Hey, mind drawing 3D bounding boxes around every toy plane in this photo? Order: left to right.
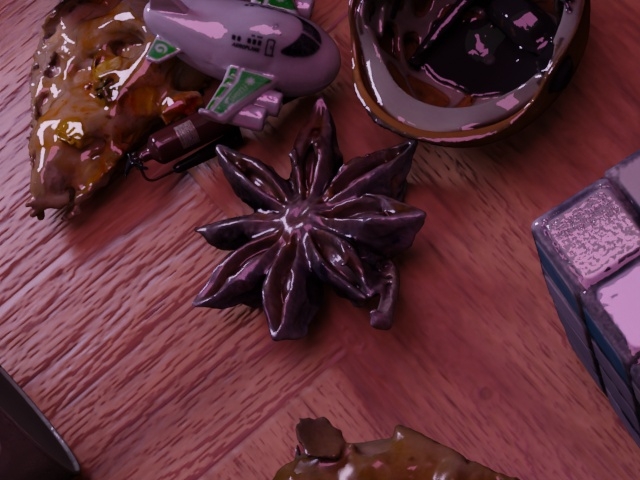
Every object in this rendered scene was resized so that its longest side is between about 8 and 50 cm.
[{"bbox_3d":[-0.066,-0.171,1.534,0.174,0.080,0.174,3,64,-6],"label":"toy plane"}]

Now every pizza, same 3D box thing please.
[{"bbox_3d":[-0.184,-0.151,1.613,0.189,0.071,0.297,36,81,26],"label":"pizza"}]

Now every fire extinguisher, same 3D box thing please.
[{"bbox_3d":[-0.095,-0.095,1.568,0.173,0.049,0.035,-27,67,-11],"label":"fire extinguisher"}]

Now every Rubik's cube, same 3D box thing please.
[{"bbox_3d":[0.328,0.060,1.268,0.253,0.259,0.256,-32,62,-1],"label":"Rubik's cube"}]

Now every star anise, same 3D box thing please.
[{"bbox_3d":[-0.001,0.000,1.486,0.230,0.081,0.262,-35,50,-10],"label":"star anise"}]

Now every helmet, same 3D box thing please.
[{"bbox_3d":[0.133,-0.169,1.497,0.198,0.130,0.224,20,84,27],"label":"helmet"}]

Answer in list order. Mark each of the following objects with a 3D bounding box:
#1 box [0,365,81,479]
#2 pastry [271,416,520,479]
[{"bbox_3d":[-0.319,0.152,1.430,0.149,0.226,0.226,-43,63,-5],"label":"box"},{"bbox_3d":[0.066,0.292,1.308,0.329,0.136,0.330,-6,64,13],"label":"pastry"}]
